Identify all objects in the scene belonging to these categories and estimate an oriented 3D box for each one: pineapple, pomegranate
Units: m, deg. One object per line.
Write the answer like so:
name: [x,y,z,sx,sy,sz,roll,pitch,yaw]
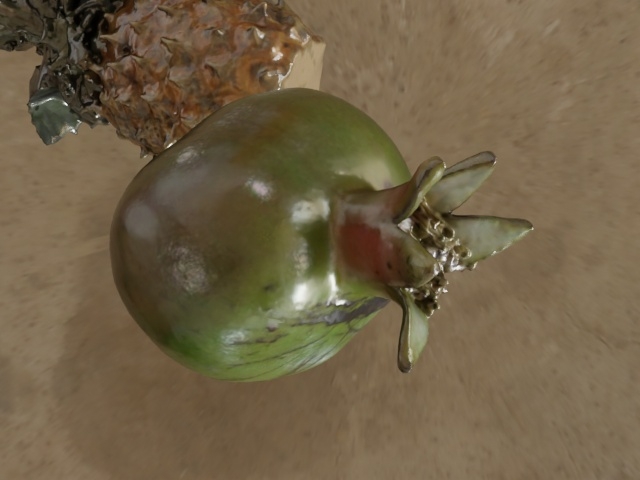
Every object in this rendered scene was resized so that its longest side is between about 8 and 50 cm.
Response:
pineapple: [-0.155,-0.136,1.214,0.310,0.141,0.170,21,120,16]
pomegranate: [0.000,0.000,0.771,0.191,0.152,0.131,1,119,36]
